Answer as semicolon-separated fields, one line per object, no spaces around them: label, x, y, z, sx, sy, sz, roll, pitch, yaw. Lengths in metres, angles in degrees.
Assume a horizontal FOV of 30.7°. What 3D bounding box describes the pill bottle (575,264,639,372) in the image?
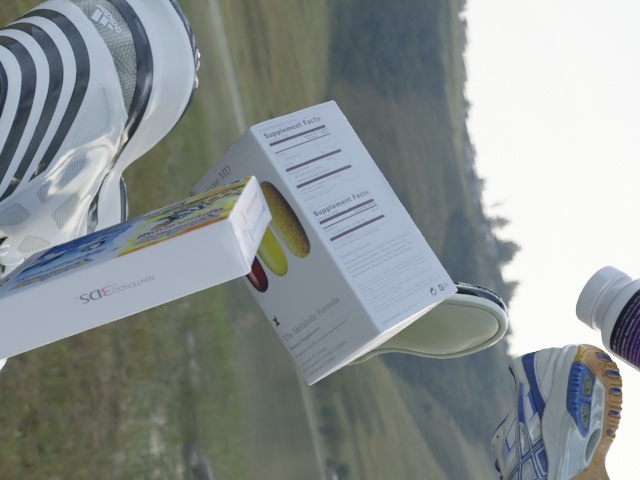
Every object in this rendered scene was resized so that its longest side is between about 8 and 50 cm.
pill bottle;0.402;0.108;1.376;0.193;0.108;0.108;34;-31;37

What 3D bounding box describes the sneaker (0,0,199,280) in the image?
sneaker;-0.294;-0.038;0.999;0.169;0.257;0.447;51;-42;15

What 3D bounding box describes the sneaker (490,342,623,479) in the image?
sneaker;0.249;0.261;1.287;0.112;0.131;0.297;29;66;-35

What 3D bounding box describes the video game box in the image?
video game box;-0.145;0.017;0.875;0.187;0.205;0.048;-86;156;-76

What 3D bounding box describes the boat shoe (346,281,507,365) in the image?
boat shoe;0.107;0.087;1.536;0.127;0.340;0.113;45;51;-24

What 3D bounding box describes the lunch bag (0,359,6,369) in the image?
lunch bag;-0.384;0.097;0.916;0.262;0.160;0.223;46;48;-29

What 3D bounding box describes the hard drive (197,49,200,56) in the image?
hard drive;-0.283;-0.234;1.567;0.047;0.233;0.353;49;-3;7

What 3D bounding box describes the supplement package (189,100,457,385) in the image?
supplement package;0.000;0.000;1.216;0.139;0.133;0.244;-42;-102;44
